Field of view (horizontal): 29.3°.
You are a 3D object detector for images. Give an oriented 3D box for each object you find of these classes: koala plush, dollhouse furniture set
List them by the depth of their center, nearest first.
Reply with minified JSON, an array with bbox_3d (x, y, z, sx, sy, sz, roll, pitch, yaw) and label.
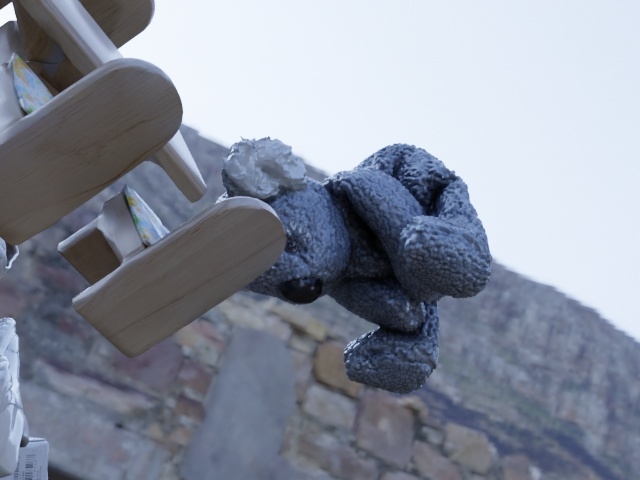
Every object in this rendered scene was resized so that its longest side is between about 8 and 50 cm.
[{"bbox_3d":[-0.170,-0.200,0.842,0.256,0.362,0.394,-34,-48,4],"label":"dollhouse furniture set"},{"bbox_3d":[0.000,0.000,1.054,0.221,0.203,0.196,6,-45,-17],"label":"koala plush"}]

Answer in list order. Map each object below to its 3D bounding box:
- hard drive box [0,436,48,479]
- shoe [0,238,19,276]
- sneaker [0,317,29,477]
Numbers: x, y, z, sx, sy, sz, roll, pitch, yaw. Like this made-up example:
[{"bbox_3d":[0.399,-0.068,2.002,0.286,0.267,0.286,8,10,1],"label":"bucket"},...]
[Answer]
[{"bbox_3d":[-0.374,0.276,1.134,0.089,0.181,0.232,-2,-7,39],"label":"hard drive box"},{"bbox_3d":[-0.341,0.001,1.225,0.058,0.076,0.219,-16,-5,-10],"label":"shoe"},{"bbox_3d":[-0.300,0.142,1.074,0.090,0.115,0.232,-14,16,-8],"label":"sneaker"}]
